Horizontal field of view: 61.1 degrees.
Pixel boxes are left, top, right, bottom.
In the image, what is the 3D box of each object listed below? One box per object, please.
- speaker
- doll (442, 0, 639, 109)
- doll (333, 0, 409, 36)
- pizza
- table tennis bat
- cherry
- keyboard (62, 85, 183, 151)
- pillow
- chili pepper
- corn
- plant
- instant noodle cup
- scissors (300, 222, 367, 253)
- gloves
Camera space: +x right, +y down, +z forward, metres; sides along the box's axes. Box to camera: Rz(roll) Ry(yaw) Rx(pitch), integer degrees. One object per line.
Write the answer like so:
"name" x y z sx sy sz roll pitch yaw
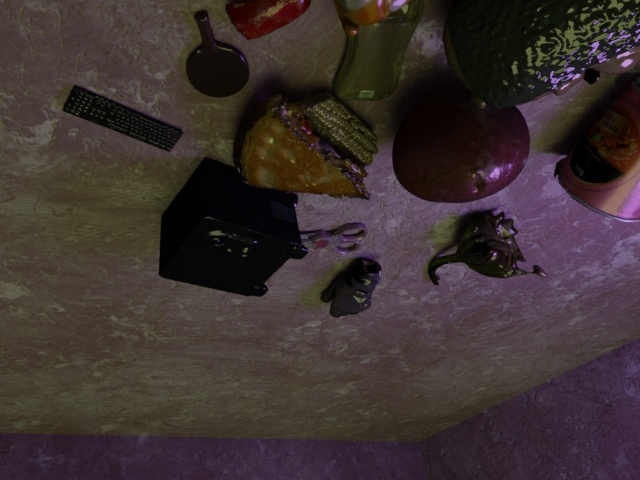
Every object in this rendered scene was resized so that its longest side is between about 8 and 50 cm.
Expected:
"speaker" -0.195 -0.013 1.200 0.254 0.184 0.232 18 136 -33
"doll" 0.363 -0.331 0.809 0.349 0.247 0.247 -19 148 40
"doll" 0.121 -0.408 0.747 0.269 0.162 0.167 -17 109 19
"pizza" -0.039 -0.175 1.032 0.287 0.074 0.251 9 154 8
"table tennis bat" -0.173 -0.268 0.896 0.107 0.119 0.170 -11 147 -1
"cherry" 0.264 -0.175 1.030 0.261 0.307 0.221 -13 105 10
"keyboard" -0.361 -0.220 1.003 0.204 0.013 0.061 19 135 -36
"pillow" 0.099 -0.332 0.956 0.130 0.033 0.217 -4 145 -13
"chili pepper" -0.078 -0.361 0.837 0.123 0.070 0.073 -23 127 20
"corn" 0.037 -0.224 1.059 0.087 0.087 0.211 -28 137 23
"plant" 0.405 0.066 1.506 0.333 0.180 0.251 -31 131 32
"instant noodle cup" 0.675 -0.205 1.164 0.244 0.244 0.255 0 135 -17
"scissors" 0.000 0.000 1.405 0.242 0.030 0.118 -3 145 -19
"gloves" 0.087 0.151 1.598 0.142 0.119 0.285 26 144 2
